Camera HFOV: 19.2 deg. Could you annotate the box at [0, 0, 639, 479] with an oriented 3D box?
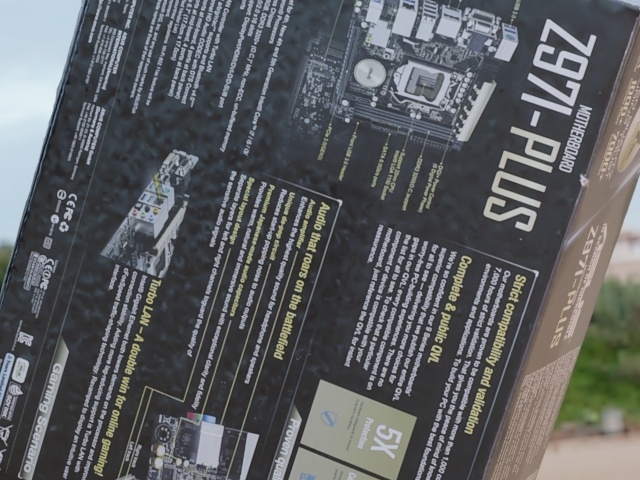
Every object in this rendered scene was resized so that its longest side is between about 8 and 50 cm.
[{"bbox_3d":[0.000,0.000,0.523,0.147,0.180,0.077,20,10,18],"label":"box"}]
